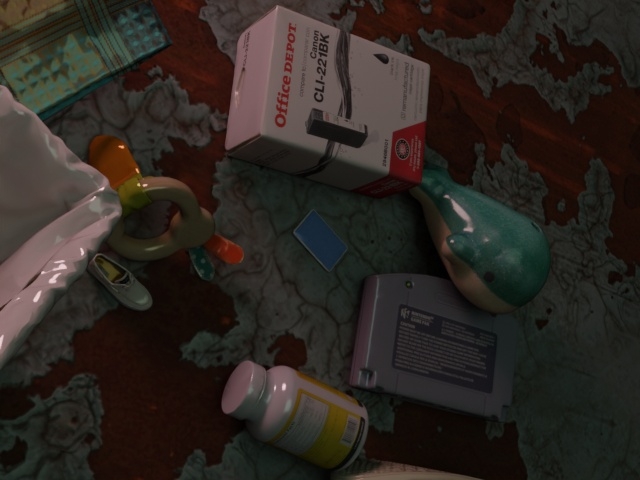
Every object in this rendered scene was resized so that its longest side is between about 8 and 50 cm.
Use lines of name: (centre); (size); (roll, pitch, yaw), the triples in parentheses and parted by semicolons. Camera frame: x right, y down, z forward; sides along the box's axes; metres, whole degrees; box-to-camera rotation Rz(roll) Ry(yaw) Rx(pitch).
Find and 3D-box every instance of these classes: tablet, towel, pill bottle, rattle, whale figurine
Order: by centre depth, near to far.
towel: (-0.376, -0.254, 0.886); (0.370, 0.040, 0.271); (-36, 119, -21)
rattle: (-0.206, -0.039, 1.038); (0.199, 0.143, 0.130); (16, 105, -44)
pill bottle: (-0.034, 0.228, 1.048); (0.184, 0.103, 0.103); (30, 67, -23)
tablet: (0.000, 0.000, 1.170); (0.083, 0.006, 0.054); (48, 60, -16)
whale figurine: (0.249, -0.021, 1.229); (0.272, 0.141, 0.216); (55, 28, 7)

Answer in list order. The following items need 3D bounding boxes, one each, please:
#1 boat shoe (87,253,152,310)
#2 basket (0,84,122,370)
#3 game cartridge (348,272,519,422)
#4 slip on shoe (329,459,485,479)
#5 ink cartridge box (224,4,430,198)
boat shoe: (-0.248, 0.052, 0.990); (0.100, 0.035, 0.035); (46, 61, -16)
basket: (-0.421, 0.002, 0.700); (0.331, 0.266, 0.328); (45, 33, -16)
game cartridge: (0.182, 0.159, 1.225); (0.294, 0.060, 0.196); (19, 75, -28)
slip on shoe: (0.154, 0.378, 1.132); (0.331, 0.123, 0.101); (22, 74, -32)
ink cartridge box: (0.015, -0.193, 1.152); (0.272, 0.114, 0.197); (13, 75, -28)
